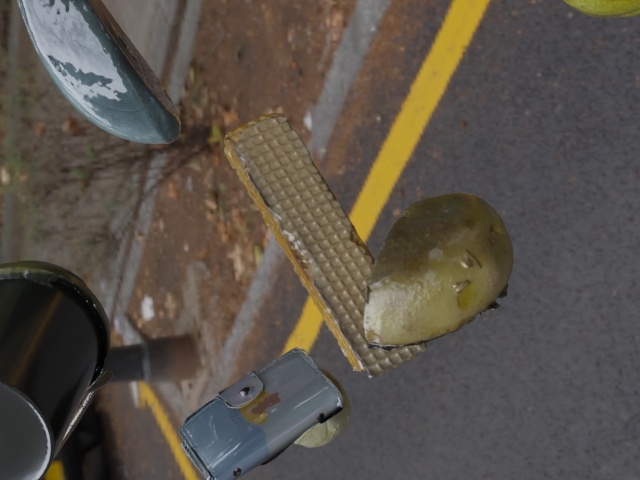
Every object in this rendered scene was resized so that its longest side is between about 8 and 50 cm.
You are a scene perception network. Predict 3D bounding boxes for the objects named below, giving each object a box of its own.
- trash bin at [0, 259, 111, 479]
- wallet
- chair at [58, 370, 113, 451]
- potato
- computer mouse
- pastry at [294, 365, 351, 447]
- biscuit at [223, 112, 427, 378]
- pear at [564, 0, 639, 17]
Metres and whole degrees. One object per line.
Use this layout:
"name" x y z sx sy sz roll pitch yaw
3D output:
"trash bin" -0.381 0.147 1.284 0.334 0.214 0.214 -87 2 -66
"wallet" -0.089 0.261 1.498 0.170 0.231 0.069 37 155 54
"chair" -0.504 0.259 1.826 0.272 0.188 0.166 -48 31 36
"potato" 0.148 0.024 1.198 0.138 0.243 0.098 8 132 24
"computer mouse" -0.338 -0.278 1.438 0.371 0.122 0.188 58 -178 -12
"pastry" -0.023 0.284 1.776 0.092 0.156 0.156 -43 51 27
"biscuit" 0.000 0.000 1.286 0.379 0.094 0.054 58 163 18
"pear" 0.338 -0.345 1.162 0.200 0.200 0.200 174 90 -67
